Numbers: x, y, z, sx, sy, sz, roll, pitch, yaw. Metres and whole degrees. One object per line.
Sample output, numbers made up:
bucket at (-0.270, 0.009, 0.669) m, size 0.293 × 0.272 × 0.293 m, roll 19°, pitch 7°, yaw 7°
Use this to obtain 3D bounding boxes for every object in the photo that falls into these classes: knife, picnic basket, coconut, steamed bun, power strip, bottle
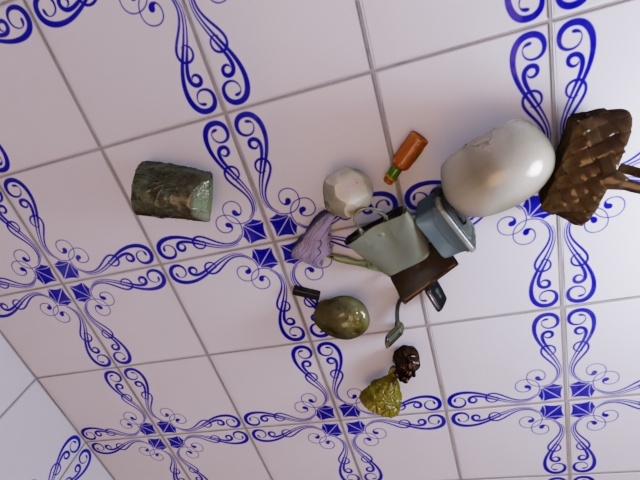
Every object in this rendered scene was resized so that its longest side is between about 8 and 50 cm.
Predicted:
knife at (0.163, 0.086, 1.628) m, size 0.293 × 0.020 × 0.043 m, roll 15°, pitch 118°, yaw 0°
picnic basket at (0.823, -0.189, 1.212) m, size 0.337 × 0.293 × 0.337 m, roll 9°, pitch 113°, yaw 22°
coconut at (0.080, -0.155, 1.418) m, size 0.162 × 0.161 × 0.161 m, roll -28°, pitch 117°, yaw -20°
steamed bun at (0.514, -0.190, 1.247) m, size 0.324 × 0.324 × 0.206 m, roll -31°, pitch 78°, yaw 22°
power strip at (-0.056, 0.208, 1.716) m, size 0.111 × 0.038 × 0.029 m, roll 13°, pitch 118°, yaw 1°
bottle at (0.268, -0.262, 1.396) m, size 0.069 × 0.069 × 0.187 m, roll 31°, pitch 120°, yaw -9°

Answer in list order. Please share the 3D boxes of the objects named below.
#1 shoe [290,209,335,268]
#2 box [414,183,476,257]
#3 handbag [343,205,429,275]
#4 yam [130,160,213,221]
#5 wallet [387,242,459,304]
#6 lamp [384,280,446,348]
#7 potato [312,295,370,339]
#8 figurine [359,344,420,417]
shoe at (0.000, 0.000, 1.567) m, size 0.137 × 0.095 × 0.245 m, roll 31°, pitch 122°, yaw -12°
box at (0.420, -0.061, 1.433) m, size 0.130 × 0.162 × 0.227 m, roll -30°, pitch 111°, yaw 33°
handbag at (0.221, -0.006, 1.452) m, size 0.241 × 0.109 × 0.315 m, roll -31°, pitch 138°, yaw 20°
yam at (-0.509, -0.160, 1.503) m, size 0.271 × 0.201 × 0.203 m, roll 6°, pitch 120°, yaw -2°
wallet at (0.367, 0.109, 1.552) m, size 0.243 × 0.133 × 0.039 m, roll -43°, pitch 143°, yaw 21°
lamp at (0.334, 0.274, 1.609) m, size 0.124 × 0.203 × 0.283 m, roll 46°, pitch 121°, yaw 5°
potato at (0.081, 0.301, 1.685) m, size 0.235 × 0.160 × 0.178 m, roll 3°, pitch 95°, yaw 23°
figurine at (0.316, 0.573, 1.815) m, size 0.187 × 0.168 × 0.315 m, roll 26°, pitch 110°, yaw 6°
